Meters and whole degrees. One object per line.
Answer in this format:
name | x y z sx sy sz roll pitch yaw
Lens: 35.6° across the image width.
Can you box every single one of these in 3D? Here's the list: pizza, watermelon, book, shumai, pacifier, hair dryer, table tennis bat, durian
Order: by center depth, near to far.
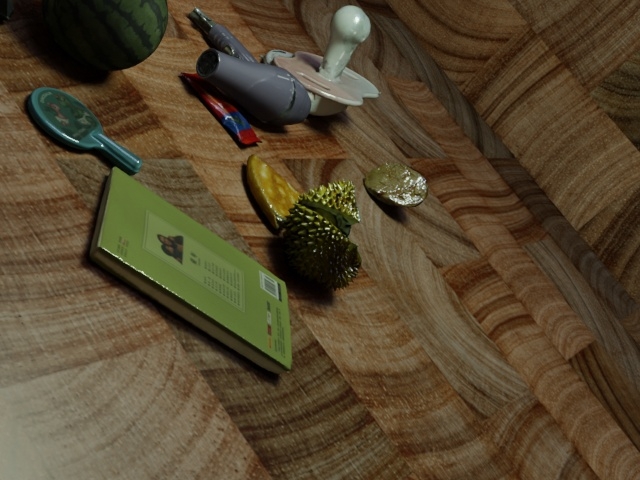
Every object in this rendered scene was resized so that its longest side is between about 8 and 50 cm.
book | -0.186 0.045 1.514 0.352 0.035 0.239 35 25 -24
table tennis bat | -0.366 -0.168 1.553 0.201 0.033 0.124 36 27 -13
watermelon | -0.362 -0.392 1.689 0.212 0.212 0.212 37 26 -21
durian | 0.000 0.000 1.786 0.237 0.138 0.193 85 -3 -50
pizza | -0.074 -0.086 1.897 0.176 0.036 0.184 13 40 -53
hair dryer | -0.198 -0.391 2.111 0.301 0.121 0.361 19 25 -52
shumai | 0.180 -0.112 2.307 0.123 0.139 0.105 -62 144 -36
pacifier | 0.024 -0.403 2.343 0.220 0.273 0.332 63 24 -5

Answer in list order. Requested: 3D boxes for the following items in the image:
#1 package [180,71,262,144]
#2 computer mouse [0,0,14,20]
package | -0.197 -0.265 1.992 0.200 0.022 0.083 48 24 6
computer mouse | -0.546 -0.425 1.565 0.106 0.062 0.192 48 -15 51
